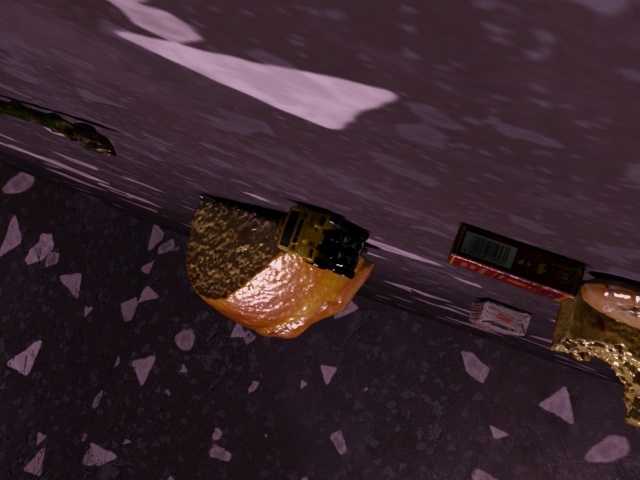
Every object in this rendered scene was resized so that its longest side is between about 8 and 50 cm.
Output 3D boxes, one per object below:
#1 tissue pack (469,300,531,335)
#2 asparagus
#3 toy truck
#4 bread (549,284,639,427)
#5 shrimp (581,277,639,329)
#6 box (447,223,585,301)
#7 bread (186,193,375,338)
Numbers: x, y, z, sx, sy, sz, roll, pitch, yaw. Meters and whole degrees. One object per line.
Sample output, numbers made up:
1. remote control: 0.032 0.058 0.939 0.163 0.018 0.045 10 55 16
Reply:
1. tissue pack: 0.228 0.100 1.068 0.063 0.035 0.083 19 176 3
2. asparagus: -0.269 -0.113 0.725 0.233 0.022 0.023 20 132 22
3. toy truck: 0.000 0.000 0.746 0.054 0.049 0.083 19 177 32
4. bread: 0.273 0.104 0.580 0.226 0.088 0.049 18 177 7
5. shrimp: 0.220 0.047 0.533 0.108 0.023 0.059 19 167 -1
6. box: 0.125 0.016 0.540 0.082 0.023 0.051 19 177 8
7. bread: -0.066 0.037 0.950 0.129 0.134 0.260 24 174 -38
